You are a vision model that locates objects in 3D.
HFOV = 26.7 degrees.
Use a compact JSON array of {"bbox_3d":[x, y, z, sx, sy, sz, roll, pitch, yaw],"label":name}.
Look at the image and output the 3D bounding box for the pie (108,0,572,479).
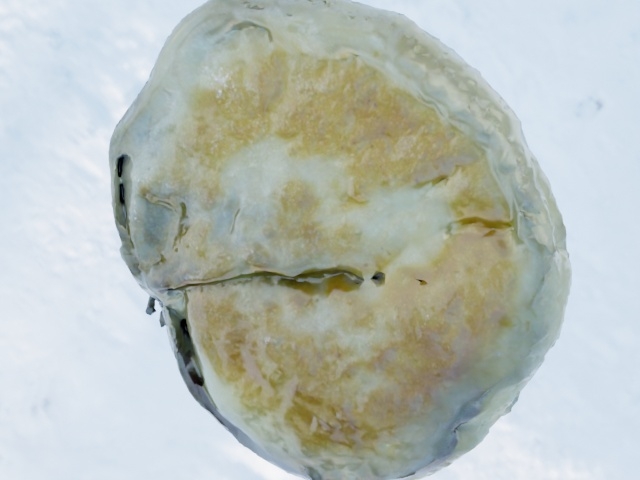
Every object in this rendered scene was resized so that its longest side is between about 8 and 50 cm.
[{"bbox_3d":[0.000,0.000,0.880,0.077,0.339,0.339,-23,140,-59],"label":"pie"}]
